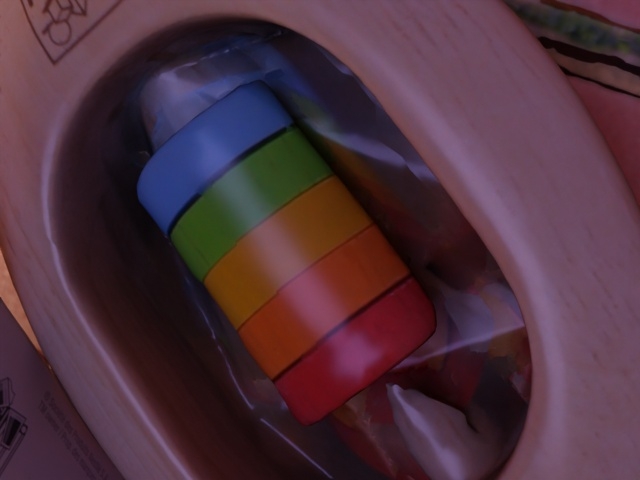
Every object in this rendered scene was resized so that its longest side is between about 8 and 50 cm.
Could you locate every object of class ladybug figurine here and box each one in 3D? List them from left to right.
[{"bbox_3d":[0.000,0.000,0.506,0.305,0.162,0.449,-35,84,24],"label":"ladybug figurine"}]

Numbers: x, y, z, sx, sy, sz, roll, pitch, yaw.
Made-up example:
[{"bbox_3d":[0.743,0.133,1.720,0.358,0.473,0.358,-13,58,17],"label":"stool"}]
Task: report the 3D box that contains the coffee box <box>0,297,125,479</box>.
[{"bbox_3d":[-0.335,0.210,0.517,0.335,0.338,0.337,1,133,24],"label":"coffee box"}]
